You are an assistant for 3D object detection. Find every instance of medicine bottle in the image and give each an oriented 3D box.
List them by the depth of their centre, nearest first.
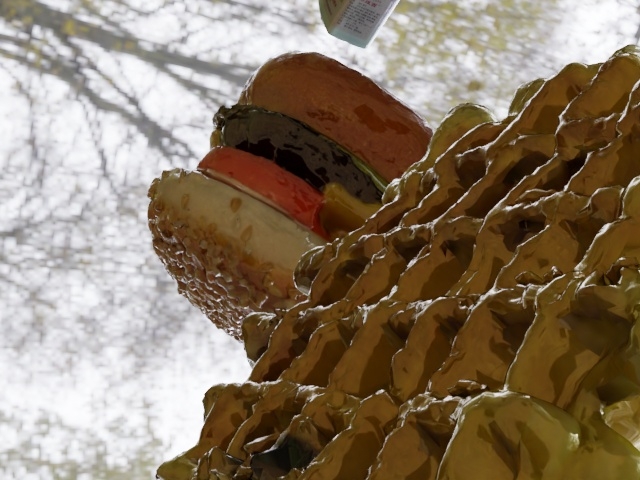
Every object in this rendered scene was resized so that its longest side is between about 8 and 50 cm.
[{"bbox_3d":[0.050,-0.262,1.381,0.118,0.055,0.074,-54,-152,31],"label":"medicine bottle"}]

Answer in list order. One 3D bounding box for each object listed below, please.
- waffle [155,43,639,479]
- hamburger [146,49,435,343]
[{"bbox_3d":[0.044,0.035,0.471,0.283,0.309,0.065,-40,-77,25],"label":"waffle"},{"bbox_3d":[0.000,0.000,1.347,0.330,0.330,0.250,29,-111,39],"label":"hamburger"}]
